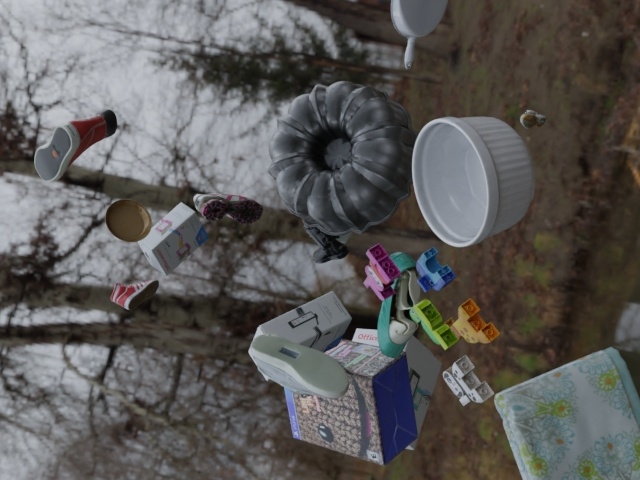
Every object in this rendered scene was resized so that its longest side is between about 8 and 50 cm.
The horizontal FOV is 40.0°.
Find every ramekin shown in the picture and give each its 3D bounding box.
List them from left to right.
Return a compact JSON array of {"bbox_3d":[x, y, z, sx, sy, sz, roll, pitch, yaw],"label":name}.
[{"bbox_3d":[0.245,-0.100,1.396,0.207,0.109,0.207,40,137,52],"label":"ramekin"}]

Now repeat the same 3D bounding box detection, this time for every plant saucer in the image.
[{"bbox_3d":[-0.338,-0.032,1.541,0.015,0.083,0.083,-43,27,53],"label":"plant saucer"}]

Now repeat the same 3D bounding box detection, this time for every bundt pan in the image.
[{"bbox_3d":[0.032,-0.179,1.804,0.124,0.330,0.331,20,-100,-66],"label":"bundt pan"}]

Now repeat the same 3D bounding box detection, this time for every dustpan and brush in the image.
[{"bbox_3d":[0.210,-0.471,1.927,0.060,0.147,0.211,38,138,48],"label":"dustpan and brush"}]

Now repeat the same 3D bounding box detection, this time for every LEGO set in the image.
[{"bbox_3d":[0.148,0.101,1.108,0.087,0.227,0.093,-30,-16,-24],"label":"LEGO set"}]

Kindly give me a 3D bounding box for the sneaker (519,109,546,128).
[{"bbox_3d":[0.423,-0.248,1.785,0.083,0.037,0.032,-1,-53,-49],"label":"sneaker"}]

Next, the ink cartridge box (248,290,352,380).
[{"bbox_3d":[-0.047,0.217,1.989,0.203,0.086,0.148,-24,-23,-27],"label":"ink cartridge box"}]

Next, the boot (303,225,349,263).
[{"bbox_3d":[0.000,0.000,1.930,0.121,0.099,0.045,-11,37,54],"label":"boot"}]

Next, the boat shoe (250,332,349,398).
[{"bbox_3d":[-0.036,0.251,1.663,0.079,0.227,0.081,-39,-43,-35],"label":"boat shoe"}]

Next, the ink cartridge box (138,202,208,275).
[{"bbox_3d":[-0.297,-0.002,1.774,0.122,0.052,0.088,-43,-37,-19],"label":"ink cartridge box"}]

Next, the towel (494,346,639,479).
[{"bbox_3d":[0.611,0.475,2.045,0.090,0.320,0.375,160,90,-77],"label":"towel"}]

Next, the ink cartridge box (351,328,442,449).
[{"bbox_3d":[0.181,0.414,2.471,0.197,0.198,0.270,44,-123,-40],"label":"ink cartridge box"}]

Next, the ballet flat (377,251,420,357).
[{"bbox_3d":[0.174,0.150,1.897,0.087,0.083,0.247,27,118,58],"label":"ballet flat"}]

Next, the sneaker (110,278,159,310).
[{"bbox_3d":[-0.415,0.111,1.950,0.118,0.067,0.042,-39,-38,-55],"label":"sneaker"}]

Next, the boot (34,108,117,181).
[{"bbox_3d":[-0.598,-0.237,2.177,0.176,0.088,0.244,-34,1,-44],"label":"boot"}]

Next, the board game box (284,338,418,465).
[{"bbox_3d":[0.066,0.376,2.114,0.141,0.291,0.232,-27,-66,-44],"label":"board game box"}]

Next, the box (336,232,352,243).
[{"bbox_3d":[0.021,-0.134,2.034,0.275,0.094,0.113,-98,27,-43],"label":"box"}]

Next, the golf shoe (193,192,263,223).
[{"bbox_3d":[-0.227,-0.090,2.181,0.086,0.186,0.068,44,118,44],"label":"golf shoe"}]
